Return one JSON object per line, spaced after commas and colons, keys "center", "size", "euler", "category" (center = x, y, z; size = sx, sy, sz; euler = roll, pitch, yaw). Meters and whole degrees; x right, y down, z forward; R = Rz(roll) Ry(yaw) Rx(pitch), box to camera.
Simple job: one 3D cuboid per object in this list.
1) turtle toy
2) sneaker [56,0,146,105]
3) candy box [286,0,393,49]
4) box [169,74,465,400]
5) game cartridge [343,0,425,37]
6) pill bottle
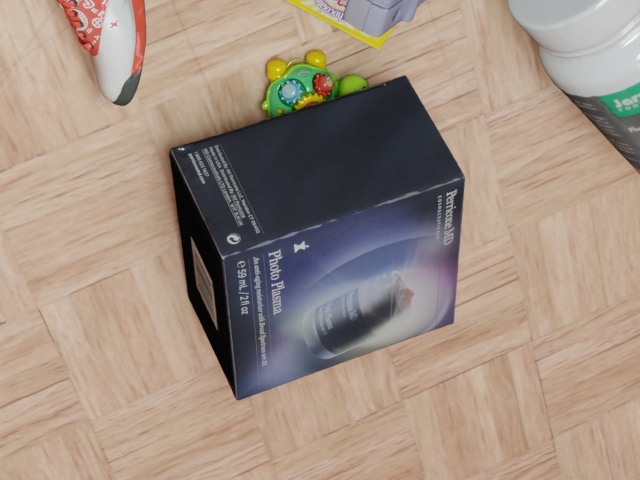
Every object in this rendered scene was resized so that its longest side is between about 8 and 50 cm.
{"center": [-0.006, -0.167, 2.039], "size": [0.130, 0.066, 0.095], "euler": [-15, 127, -16], "category": "turtle toy"}
{"center": [-0.259, -0.268, 1.837], "size": [0.145, 0.090, 0.270], "euler": [-4, 121, -21], "category": "sneaker"}
{"center": [0.017, -0.301, 1.982], "size": [0.206, 0.027, 0.105], "euler": [23, 113, -35], "category": "candy box"}
{"center": [0.000, 0.000, 2.042], "size": [0.294, 0.182, 0.296], "euler": [-20, 145, -13], "category": "box"}
{"center": [0.154, -0.369, 1.826], "size": [0.355, 0.068, 0.230], "euler": [-42, 161, -51], "category": "game cartridge"}
{"center": [0.384, -0.218, 2.062], "size": [0.204, 0.204, 0.361], "euler": [-44, 129, 9], "category": "pill bottle"}
